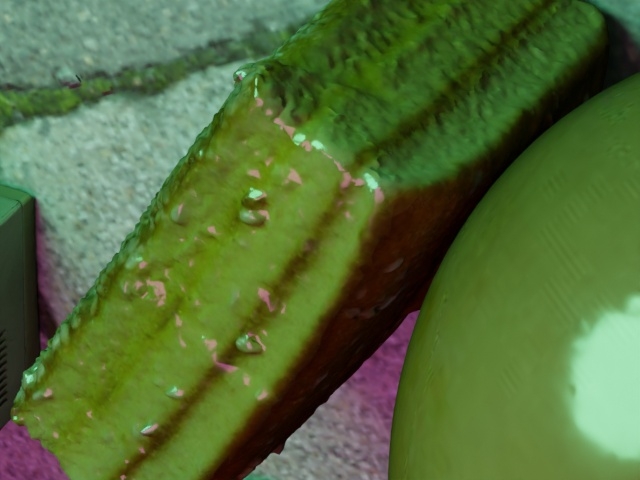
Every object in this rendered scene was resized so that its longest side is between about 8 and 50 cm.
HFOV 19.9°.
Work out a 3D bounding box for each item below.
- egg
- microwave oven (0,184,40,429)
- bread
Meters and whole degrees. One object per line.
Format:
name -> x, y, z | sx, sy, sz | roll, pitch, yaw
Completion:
egg -> 0.177, 0.106, 0.636 | 0.301, 0.301, 0.374 | 8, 132, 25
microwave oven -> -0.291, 0.041, 0.928 | 0.241, 0.194, 0.145 | 16, 128, 16
bread -> 0.000, 0.000, 0.743 | 0.110, 0.184, 0.234 | 44, 132, 5
